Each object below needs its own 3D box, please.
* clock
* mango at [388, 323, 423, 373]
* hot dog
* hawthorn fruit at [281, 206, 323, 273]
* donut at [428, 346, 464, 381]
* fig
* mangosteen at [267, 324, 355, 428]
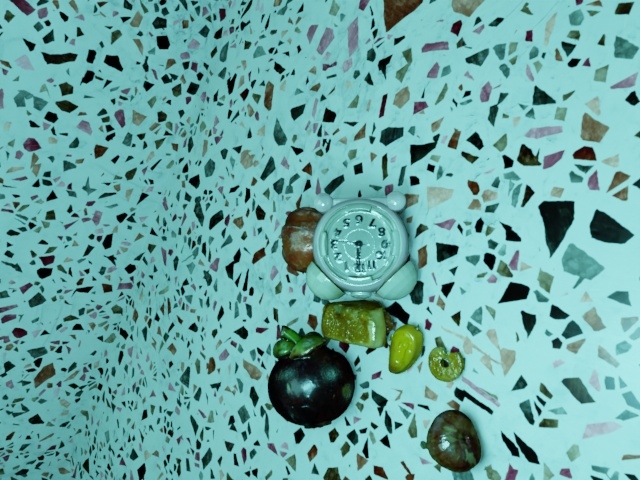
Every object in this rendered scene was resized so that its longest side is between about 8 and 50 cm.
[{"bbox_3d":[0.124,0.024,1.739,0.342,0.184,0.325,-2,80,13],"label":"clock"},{"bbox_3d":[0.258,0.331,1.707,0.101,0.066,0.187,32,112,35],"label":"mango"},{"bbox_3d":[0.130,0.266,1.782,0.257,0.153,0.150,2,90,48],"label":"hot dog"},{"bbox_3d":[0.000,0.000,1.930,0.272,0.242,0.242,2,85,15],"label":"hawthorn fruit"},{"bbox_3d":[0.363,0.356,1.609,0.108,0.043,0.097,18,97,44],"label":"donut"},{"bbox_3d":[0.360,0.559,1.548,0.143,0.231,0.160,-18,66,-3],"label":"fig"},{"bbox_3d":[-0.037,0.454,1.823,0.311,0.311,0.311,-8,79,45],"label":"mangosteen"}]
